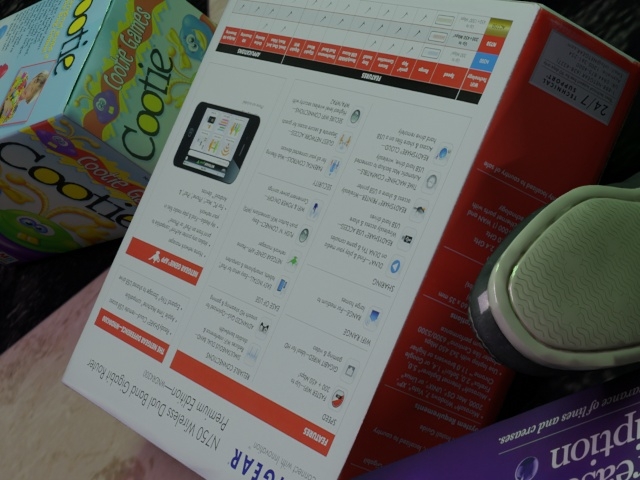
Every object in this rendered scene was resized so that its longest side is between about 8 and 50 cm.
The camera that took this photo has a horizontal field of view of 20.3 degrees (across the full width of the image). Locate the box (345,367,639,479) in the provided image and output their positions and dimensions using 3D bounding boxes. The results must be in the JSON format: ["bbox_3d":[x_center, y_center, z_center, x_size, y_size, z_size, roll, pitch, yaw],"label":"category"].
[{"bbox_3d":[0.113,0.169,0.763,0.261,0.103,0.184,-27,43,37],"label":"box"}]

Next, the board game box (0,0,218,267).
[{"bbox_3d":[-0.197,-0.089,1.387,0.275,0.142,0.144,-13,50,48],"label":"board game box"}]

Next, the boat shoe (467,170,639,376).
[{"bbox_3d":[0.132,0.016,0.813,0.079,0.084,0.233,-36,-6,38],"label":"boat shoe"}]

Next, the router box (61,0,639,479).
[{"bbox_3d":[0.000,0.000,1.050,0.335,0.082,0.301,22,87,58],"label":"router box"}]
